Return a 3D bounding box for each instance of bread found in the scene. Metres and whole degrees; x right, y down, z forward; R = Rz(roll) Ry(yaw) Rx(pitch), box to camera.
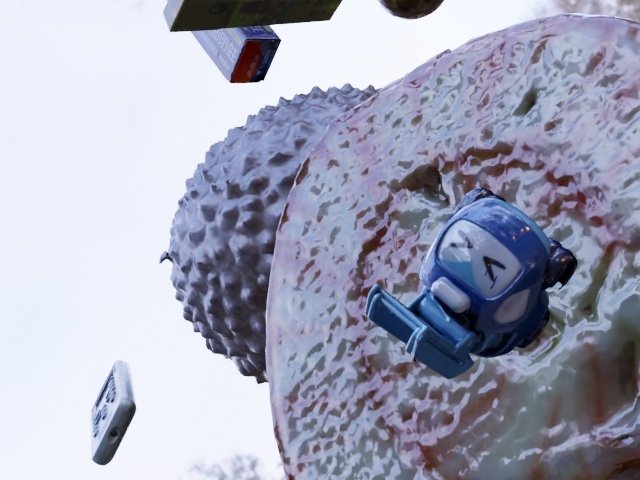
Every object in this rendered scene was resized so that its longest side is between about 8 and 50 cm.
[{"bbox_3d":[0.112,0.027,0.686,0.327,0.295,0.114,-30,-31,32],"label":"bread"}]

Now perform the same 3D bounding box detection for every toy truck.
[{"bbox_3d":[0.056,0.025,0.510,0.090,0.056,0.073,-29,-33,-37],"label":"toy truck"}]

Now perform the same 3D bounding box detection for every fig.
[{"bbox_3d":[0.095,-0.256,1.220,0.088,0.074,0.074,-8,-46,-57],"label":"fig"}]

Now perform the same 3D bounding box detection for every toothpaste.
[{"bbox_3d":[-0.167,-0.349,1.733,0.066,0.320,0.076,-8,-42,-39],"label":"toothpaste"}]

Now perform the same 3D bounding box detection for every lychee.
[{"bbox_3d":[0.003,-0.003,1.143,0.300,0.300,0.300,-30,-34,-23],"label":"lychee"}]

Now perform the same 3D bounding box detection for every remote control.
[{"bbox_3d":[-0.153,0.124,0.898,0.017,0.124,0.053,25,-86,-13],"label":"remote control"}]

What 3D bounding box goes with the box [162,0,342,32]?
[{"bbox_3d":[-0.054,-0.265,1.254,0.193,0.030,0.121,-11,-22,-29],"label":"box"}]
